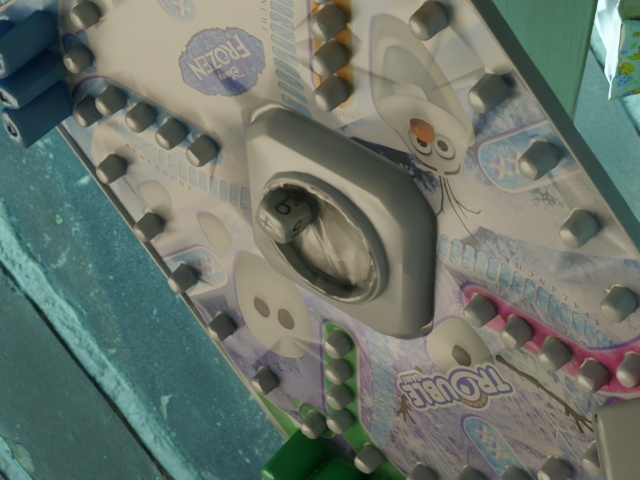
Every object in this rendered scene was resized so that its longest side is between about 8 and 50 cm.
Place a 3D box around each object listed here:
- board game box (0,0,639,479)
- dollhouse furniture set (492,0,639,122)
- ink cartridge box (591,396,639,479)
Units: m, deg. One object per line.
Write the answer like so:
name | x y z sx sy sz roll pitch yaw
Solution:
board game box | 0.000 0.000 0.987 0.050 0.390 0.390 -42 -77 -31
dollhouse furniture set | 0.111 -0.149 1.022 0.394 0.362 0.256 93 167 -50
ink cartridge box | 0.232 0.093 0.771 0.203 0.148 0.085 4 -107 -48
